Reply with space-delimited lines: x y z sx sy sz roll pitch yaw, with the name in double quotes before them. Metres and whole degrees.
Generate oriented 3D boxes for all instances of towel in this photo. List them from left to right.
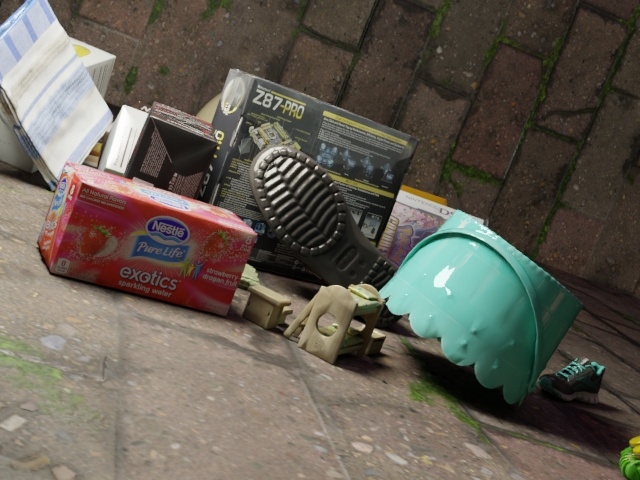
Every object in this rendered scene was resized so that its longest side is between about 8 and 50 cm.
"towel" -0.461 -0.253 1.676 0.034 0.209 0.285 4 -43 27
"towel" -0.168 0.039 1.578 0.148 0.027 0.110 19 8 -16

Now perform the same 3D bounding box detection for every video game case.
"video game case" 0.206 0.021 2.017 0.248 0.035 0.275 20 48 0

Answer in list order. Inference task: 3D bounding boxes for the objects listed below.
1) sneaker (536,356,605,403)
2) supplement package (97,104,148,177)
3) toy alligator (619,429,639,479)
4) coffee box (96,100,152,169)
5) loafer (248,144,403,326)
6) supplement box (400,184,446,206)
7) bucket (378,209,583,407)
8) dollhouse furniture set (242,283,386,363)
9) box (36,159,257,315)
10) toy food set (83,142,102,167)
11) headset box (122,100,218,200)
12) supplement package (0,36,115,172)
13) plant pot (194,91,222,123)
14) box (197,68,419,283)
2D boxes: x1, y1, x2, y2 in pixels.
"sneaker" 0.433 0.233 1.690 0.166 0.076 0.065 13 11 -46
"supplement package" -0.278 -0.127 1.812 0.244 0.134 0.139 19 -26 -19
"toy alligator" 0.440 0.303 1.368 0.051 0.056 0.189 -18 1 12
"coffee box" -0.290 -0.160 2.040 0.297 0.119 0.168 23 33 6
"loafer" 0.000 0.000 1.671 0.366 0.134 0.130 53 -12 -11
"supplement box" 0.154 -0.035 2.244 0.191 0.129 0.194 14 -18 -41
"bucket" 0.243 0.096 1.481 0.281 0.183 0.281 37 2 -2
"dollhouse furniture set" 0.005 0.090 1.427 0.161 0.101 0.182 25 9 22
"box" -0.233 -0.002 1.324 0.257 0.128 0.122 18 9 -28
"toy food set" -0.503 -0.230 2.206 0.306 0.092 0.220 15 11 -39
"headset box" -0.252 -0.092 1.537 0.110 0.218 0.293 21 8 -12
"supplement package" -0.552 -0.280 1.873 0.199 0.198 0.263 23 21 5
"plant pot" -0.220 -0.205 2.331 0.191 0.284 0.284 -29 40 -32
"box" -0.036 -0.096 1.768 0.395 0.318 0.097 14 11 -38
